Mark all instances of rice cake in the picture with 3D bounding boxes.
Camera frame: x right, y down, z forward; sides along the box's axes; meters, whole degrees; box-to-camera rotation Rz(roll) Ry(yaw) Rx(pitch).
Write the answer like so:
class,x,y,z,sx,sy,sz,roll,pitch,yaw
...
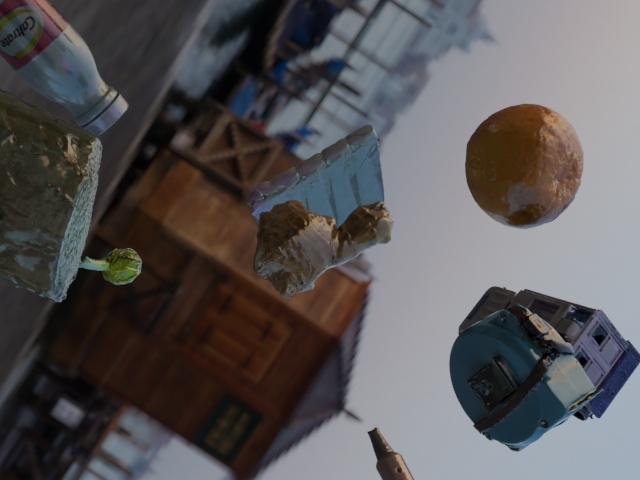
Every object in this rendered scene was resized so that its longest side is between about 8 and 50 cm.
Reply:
class,x,y,z,sx,sy,sz,roll,pitch,yaw
rice cake,0.001,-0.040,1.801,0.189,0.037,0.198,-30,148,-3

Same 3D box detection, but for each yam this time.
class,x,y,z,sx,sy,sz,roll,pitch,yaw
yam,-0.322,-0.068,1.327,0.161,0.268,0.161,-62,-172,15

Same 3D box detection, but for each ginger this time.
class,x,y,z,sx,sy,sz,roll,pitch,yaw
ginger,-0.005,-0.007,1.553,0.165,0.096,0.067,-27,166,-26

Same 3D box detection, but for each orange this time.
class,x,y,z,sx,sy,sz,roll,pitch,yaw
orange,0.286,-0.105,2.070,0.177,0.155,0.178,-29,140,-29

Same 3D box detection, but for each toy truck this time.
class,x,y,z,sx,sy,sz,roll,pitch,yaw
toy truck,0.313,0.145,2.113,0.124,0.155,0.268,-51,-147,-15

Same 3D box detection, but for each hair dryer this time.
class,x,y,z,sx,sy,sz,roll,pitch,yaw
hair dryer,0.105,0.335,1.749,0.053,0.220,0.195,-18,137,-25

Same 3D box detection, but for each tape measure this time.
class,x,y,z,sx,sy,sz,roll,pitch,yaw
tape measure,0.188,0.129,1.410,0.081,0.125,0.146,-26,164,-39

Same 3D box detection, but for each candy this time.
class,x,y,z,sx,sy,sz,roll,pitch,yaw
candy,-0.348,0.038,2.192,0.194,0.058,0.062,2,132,-47

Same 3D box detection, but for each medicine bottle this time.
class,x,y,z,sx,sy,sz,roll,pitch,yaw
medicine bottle,-0.333,-0.227,1.825,0.090,0.217,0.090,-36,-161,15
